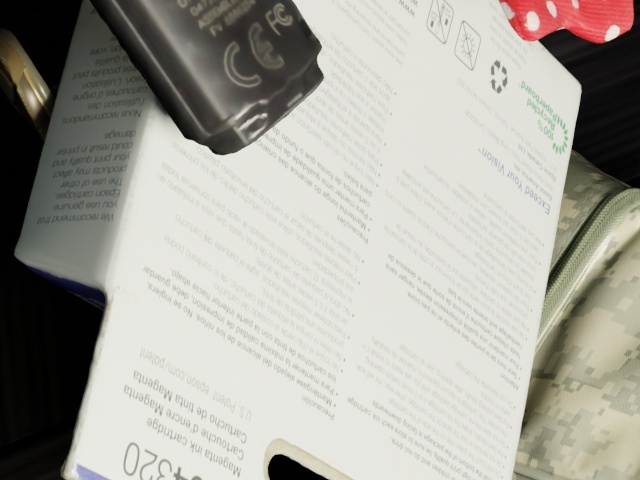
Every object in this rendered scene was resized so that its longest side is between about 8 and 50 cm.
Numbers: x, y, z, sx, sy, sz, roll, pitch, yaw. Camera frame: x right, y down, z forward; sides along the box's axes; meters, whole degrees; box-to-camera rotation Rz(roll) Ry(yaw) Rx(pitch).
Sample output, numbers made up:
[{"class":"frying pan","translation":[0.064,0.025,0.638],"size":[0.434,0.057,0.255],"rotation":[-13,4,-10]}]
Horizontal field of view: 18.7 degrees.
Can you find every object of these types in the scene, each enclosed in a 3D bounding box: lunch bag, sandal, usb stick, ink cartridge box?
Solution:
[{"class":"lunch bag","translation":[0.216,0.110,1.116],"size":[0.212,0.256,0.305],"rotation":[-55,138,-5]},{"class":"sandal","translation":[-0.093,-0.048,0.872],"size":[0.049,0.072,0.180],"rotation":[-43,143,1]},{"class":"usb stick","translation":[-0.095,-0.159,0.733],"size":[0.278,0.045,0.077],"rotation":[55,49,-11]},{"class":"ink cartridge box","translation":[0.000,0.000,0.896],"size":[0.324,0.071,0.330],"rotation":[37,59,-48]}]

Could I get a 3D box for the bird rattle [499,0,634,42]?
[{"class":"bird rattle","translation":[0.149,-0.213,0.850],"size":[0.207,0.143,0.253],"rotation":[-5,102,-11]}]
